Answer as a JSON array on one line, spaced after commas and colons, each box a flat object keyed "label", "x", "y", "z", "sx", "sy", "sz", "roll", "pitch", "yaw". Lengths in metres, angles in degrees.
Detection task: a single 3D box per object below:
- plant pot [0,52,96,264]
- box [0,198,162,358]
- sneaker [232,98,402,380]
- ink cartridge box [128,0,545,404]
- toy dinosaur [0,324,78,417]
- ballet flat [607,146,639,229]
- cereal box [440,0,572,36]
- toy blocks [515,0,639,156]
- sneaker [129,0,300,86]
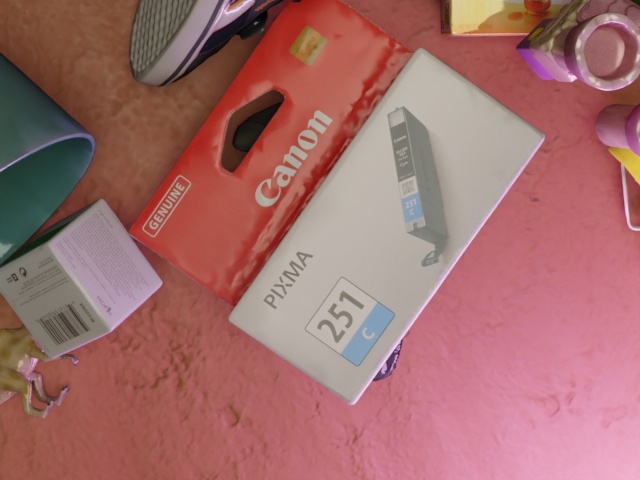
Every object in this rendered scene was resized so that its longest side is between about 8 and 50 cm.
[{"label": "plant pot", "x": -0.377, "y": -0.077, "z": 1.260, "sx": 0.293, "sy": 0.293, "sz": 0.235, "roll": -42, "pitch": 86, "yaw": -1}, {"label": "box", "x": -0.223, "y": 0.035, "z": 1.365, "sx": 0.101, "sy": 0.087, "sz": 0.102, "roll": -25, "pitch": 103, "yaw": 42}, {"label": "sneaker", "x": 0.000, "y": 0.000, "z": 1.414, "sx": 0.130, "sy": 0.109, "sz": 0.286, "roll": -17, "pitch": 90, "yaw": 1}, {"label": "ink cartridge box", "x": 0.008, "y": -0.047, "z": 1.329, "sx": 0.261, "sy": 0.066, "sz": 0.296, "roll": 35, "pitch": 95, "yaw": 1}, {"label": "toy dinosaur", "x": -0.289, "y": 0.130, "z": 1.418, "sx": 0.093, "sy": 0.053, "sz": 0.183, "roll": 29, "pitch": 86, "yaw": 5}, {"label": "ballet flat", "x": 0.349, "y": -0.010, "z": 1.472, "sx": 0.077, "sy": 0.077, "sz": 0.231, "roll": -22, "pitch": 98, "yaw": 17}, {"label": "cereal box", "x": 0.200, "y": -0.316, "z": 1.415, "sx": 0.173, "sy": 0.047, "sz": 0.240, "roll": -3, "pitch": 98, "yaw": -9}, {"label": "toy blocks", "x": 0.294, "y": -0.250, "z": 1.283, "sx": 0.309, "sy": 0.260, "sz": 0.288, "roll": 42, "pitch": 87, "yaw": -15}, {"label": "sneaker", "x": -0.055, "y": -0.248, "z": 1.314, "sx": 0.127, "sy": 0.126, "sz": 0.321, "roll": 13, "pitch": 134, "yaw": -30}]
